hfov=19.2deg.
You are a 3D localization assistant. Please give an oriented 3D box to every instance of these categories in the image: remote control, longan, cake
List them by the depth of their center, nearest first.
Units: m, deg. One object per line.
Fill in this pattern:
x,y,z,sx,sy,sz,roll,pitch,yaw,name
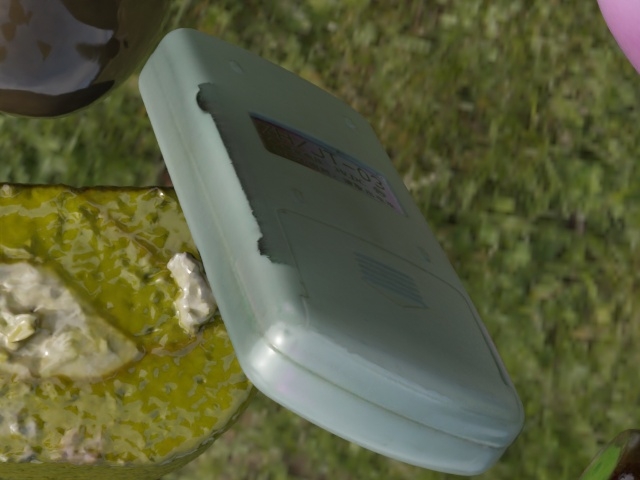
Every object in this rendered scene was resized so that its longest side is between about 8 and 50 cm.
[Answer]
0.000,0.000,0.883,0.140,0.296,0.056,23,113,-27,remote control
-0.162,-0.169,1.053,0.159,0.185,0.204,-3,98,-1,longan
-0.167,0.063,1.200,0.260,0.179,0.156,0,164,-10,cake

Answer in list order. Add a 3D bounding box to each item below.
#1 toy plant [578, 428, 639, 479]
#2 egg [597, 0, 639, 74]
0.240,0.193,1.196,0.162,0.093,0.093,34,129,-3,toy plant
0.252,-0.117,0.879,0.271,0.196,0.196,26,131,-19,egg
